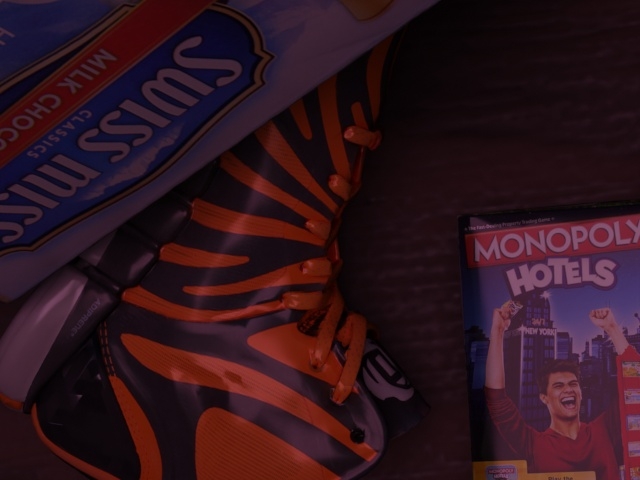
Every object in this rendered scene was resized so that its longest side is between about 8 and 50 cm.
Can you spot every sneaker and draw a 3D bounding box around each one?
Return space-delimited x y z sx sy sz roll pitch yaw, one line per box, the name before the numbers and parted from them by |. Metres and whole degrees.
sneaker | 0.000 0.000 0.771 0.180 0.124 0.321 38 104 7

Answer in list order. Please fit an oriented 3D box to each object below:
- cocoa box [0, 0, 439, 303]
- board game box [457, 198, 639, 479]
cocoa box | -0.104 -0.173 0.642 0.347 0.228 0.231 -32 46 32
board game box | 0.165 0.031 0.757 0.194 0.060 0.194 -3 84 10
